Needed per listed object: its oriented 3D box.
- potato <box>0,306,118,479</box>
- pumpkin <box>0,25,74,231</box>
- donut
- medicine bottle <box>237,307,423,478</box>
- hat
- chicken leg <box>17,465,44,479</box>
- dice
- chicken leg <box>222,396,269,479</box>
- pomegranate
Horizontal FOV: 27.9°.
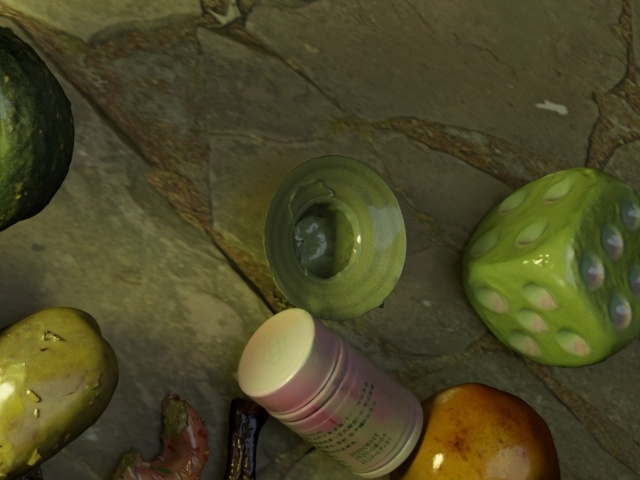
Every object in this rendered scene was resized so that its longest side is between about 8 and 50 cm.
[{"bbox_3d":[-0.379,0.196,1.581,0.296,0.192,0.141,-43,143,-23],"label":"potato"},{"bbox_3d":[-0.436,-0.145,1.488,0.292,0.327,0.257,1,116,-18],"label":"pumpkin"},{"bbox_3d":[-0.205,0.302,1.763,0.117,0.065,0.166,48,61,-21],"label":"donut"},{"bbox_3d":[0.016,0.223,1.868,0.254,0.152,0.152,41,62,-32],"label":"medicine bottle"},{"bbox_3d":[0.000,0.000,1.927,0.252,0.110,0.252,1,89,-32],"label":"hat"},{"bbox_3d":[-0.371,0.328,1.644,0.085,0.069,0.197,-12,84,-13],"label":"chicken leg"},{"bbox_3d":[0.408,0.046,2.135,0.254,0.250,0.252,50,59,-21],"label":"dice"},{"bbox_3d":[-0.141,0.407,1.771,0.158,0.096,0.407,62,35,-42],"label":"chicken leg"},{"bbox_3d":[0.232,0.346,1.976,0.264,0.264,0.264,6,81,-36],"label":"pomegranate"}]
